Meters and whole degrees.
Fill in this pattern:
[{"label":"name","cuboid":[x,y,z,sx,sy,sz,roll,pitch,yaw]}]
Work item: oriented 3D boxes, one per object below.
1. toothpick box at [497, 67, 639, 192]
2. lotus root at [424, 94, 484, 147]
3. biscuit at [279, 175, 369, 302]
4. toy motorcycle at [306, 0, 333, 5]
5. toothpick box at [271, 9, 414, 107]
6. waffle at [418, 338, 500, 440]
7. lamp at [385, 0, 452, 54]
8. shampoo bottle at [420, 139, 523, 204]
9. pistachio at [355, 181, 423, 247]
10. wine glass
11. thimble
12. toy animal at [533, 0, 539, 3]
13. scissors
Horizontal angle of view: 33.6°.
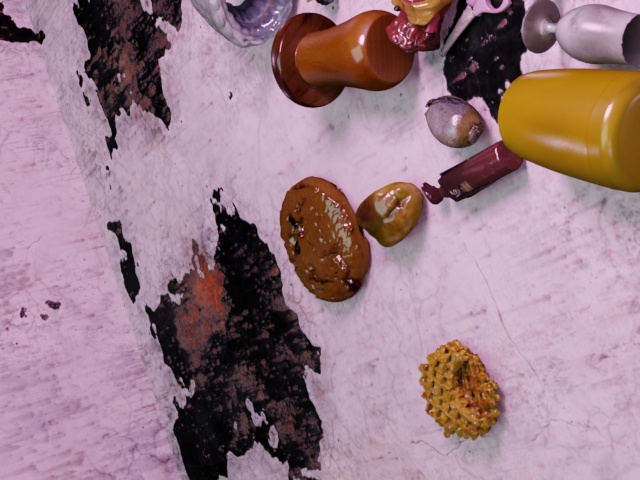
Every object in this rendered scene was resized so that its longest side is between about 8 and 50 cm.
[{"label":"toothpick box","cuboid":[0.401,-0.178,1.616,0.271,0.175,0.175,21,120,55]},{"label":"lotus root","cuboid":[0.236,-0.221,1.932,0.165,0.088,0.088,44,137,53]},{"label":"biscuit","cuboid":[-0.002,0.000,2.377,0.296,0.075,0.296,28,126,48]},{"label":"toy motorcycle","cuboid":[-0.042,-0.585,2.151,0.094,0.130,0.229,-21,85,37]},{"label":"toothpick box","cuboid":[0.036,-0.363,2.082,0.294,0.192,0.192,2,104,50]},{"label":"waffle","cuboid":[0.271,0.297,2.090,0.193,0.070,0.197,57,143,27]},{"label":"lamp","cuboid":[0.192,-0.454,1.870,0.118,0.118,0.253,46,136,37]},{"label":"shampoo bottle","cuboid":[0.271,-0.117,1.928,0.236,0.067,0.068,-32,84,56]},{"label":"pistachio","cuboid":[0.135,-0.045,2.129,0.189,0.100,0.110,-37,68,54]},{"label":"wine glass","cuboid":[0.409,-0.316,1.619,0.202,0.093,0.093,26,124,52]},{"label":"thimble","cuboid":[-0.172,-0.550,2.287,0.172,0.205,0.250,51,149,45]},{"label":"toy animal","cuboid":[0.359,-0.474,1.639,0.124,0.124,0.212,57,171,26]},{"label":"scissors","cuboid":[0.264,-0.399,1.868,0.110,0.021,0.212,57,143,20]}]
